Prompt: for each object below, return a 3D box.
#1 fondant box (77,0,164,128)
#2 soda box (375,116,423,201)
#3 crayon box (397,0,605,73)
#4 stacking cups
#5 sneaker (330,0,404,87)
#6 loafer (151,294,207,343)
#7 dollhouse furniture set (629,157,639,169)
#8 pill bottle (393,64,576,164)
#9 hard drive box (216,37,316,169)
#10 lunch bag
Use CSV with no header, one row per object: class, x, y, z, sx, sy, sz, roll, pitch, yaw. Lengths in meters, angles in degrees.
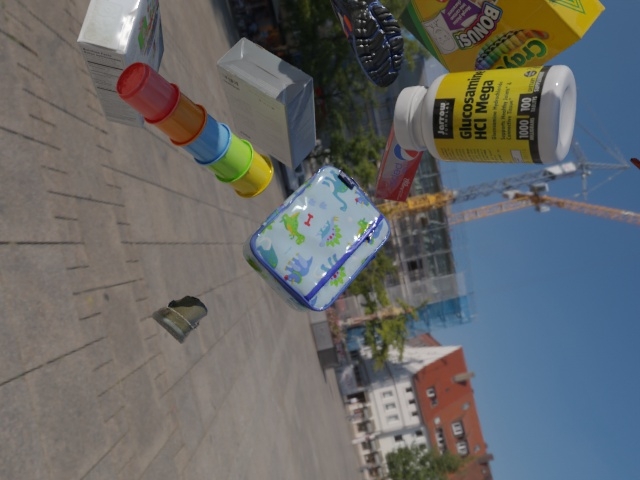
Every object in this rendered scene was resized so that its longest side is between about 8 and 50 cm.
fondant box,-0.436,-0.438,1.143,0.330,0.096,0.239,137,-36,-70
soda box,0.214,-0.226,1.334,0.263,0.092,0.084,101,-3,-46
crayon box,0.375,-0.505,1.134,0.313,0.106,0.363,44,-12,-5
stacking cups,-0.199,-0.175,0.855,0.316,0.095,0.096,37,35,-57
sneaker,0.072,-0.360,0.835,0.087,0.083,0.221,-121,-171,-82
loafer,-0.307,0.160,1.130,0.094,0.087,0.251,45,-9,-8
dollhouse furniture set,0.866,-0.110,1.053,0.374,0.201,0.152,29,31,-24
pill bottle,0.331,-0.255,1.049,0.187,0.333,0.188,-15,108,-52
hard drive box,-0.108,-0.284,1.083,0.181,0.089,0.232,35,-19,14
lunch bag,0.000,0.000,0.830,0.176,0.219,0.090,48,-23,-6
